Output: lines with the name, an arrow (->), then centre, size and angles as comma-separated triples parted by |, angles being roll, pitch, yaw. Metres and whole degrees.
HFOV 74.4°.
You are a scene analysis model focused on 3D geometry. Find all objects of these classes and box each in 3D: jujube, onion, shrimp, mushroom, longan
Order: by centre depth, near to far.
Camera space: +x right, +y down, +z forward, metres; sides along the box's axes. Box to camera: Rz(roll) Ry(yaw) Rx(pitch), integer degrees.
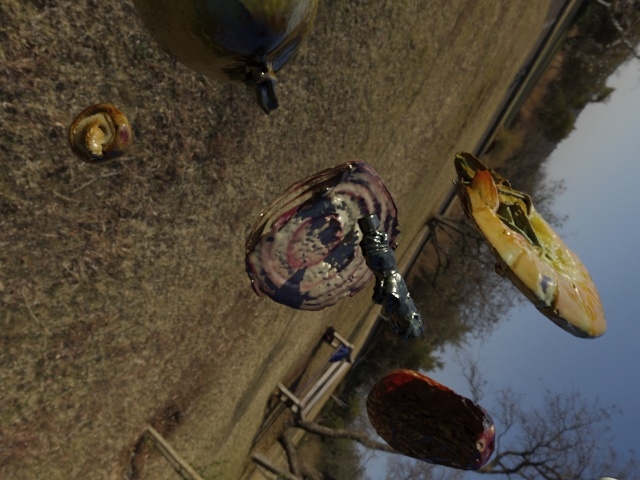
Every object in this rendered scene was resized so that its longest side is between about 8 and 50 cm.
longan -> -0.065, -0.185, 0.322 | 0.145, 0.176, 0.154 | -17, -174, 35
shrimp -> 0.206, -0.011, 0.462 | 0.145, 0.267, 0.061 | 13, 135, -32
mushroom -> -0.428, -0.208, 0.818 | 0.127, 0.127, 0.087 | -52, 172, 1
onion -> 0.000, 0.000, 0.847 | 0.314, 0.146, 0.280 | -41, 131, -4
jujube -> 0.294, 0.476, 1.130 | 0.216, 0.342, 0.216 | -6, 99, -44

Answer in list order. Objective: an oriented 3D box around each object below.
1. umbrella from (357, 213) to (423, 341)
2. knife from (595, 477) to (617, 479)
umbrella -> 0.111, 0.063, 0.733 | 0.071, 0.224, 0.080 | -20, -178, -6
knife -> 0.523, 0.565, 0.687 | 0.080, 0.331, 0.044 | -18, 169, 32
